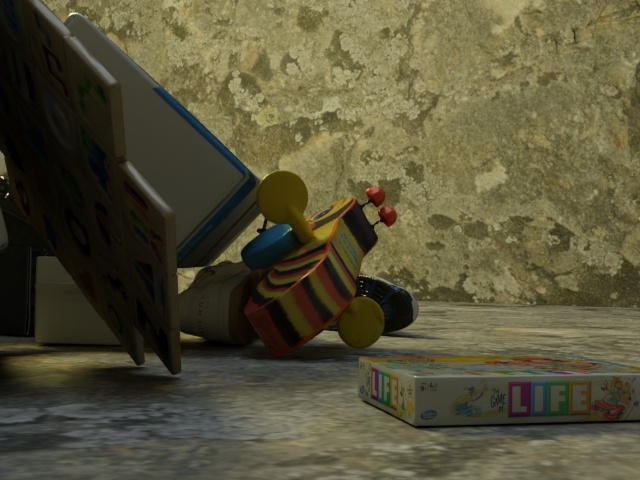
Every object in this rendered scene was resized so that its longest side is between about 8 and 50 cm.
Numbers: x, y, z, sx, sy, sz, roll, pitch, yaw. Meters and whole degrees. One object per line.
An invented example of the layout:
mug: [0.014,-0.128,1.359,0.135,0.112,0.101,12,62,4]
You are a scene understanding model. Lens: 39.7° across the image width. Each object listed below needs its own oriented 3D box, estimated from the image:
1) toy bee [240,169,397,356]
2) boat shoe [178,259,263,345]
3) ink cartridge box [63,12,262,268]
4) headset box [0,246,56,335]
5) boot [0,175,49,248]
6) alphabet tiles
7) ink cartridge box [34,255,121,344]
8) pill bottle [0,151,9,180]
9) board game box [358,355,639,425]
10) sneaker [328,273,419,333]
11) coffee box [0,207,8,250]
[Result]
toy bee: [0.000,0.000,0.920,0.162,0.195,0.298,-31,36,8]
boat shoe: [-0.112,0.065,1.036,0.096,0.098,0.277,2,-1,5]
ink cartridge box: [-0.180,-0.087,0.949,0.223,0.129,0.307,42,0,2]
headset box: [-0.378,0.048,1.155,0.246,0.131,0.283,0,-2,26]
boot: [-0.381,0.026,0.910,0.189,0.208,0.076,34,8,-47]
alphabet tiles: [-0.200,-0.064,0.669,0.011,0.285,0.342,-28,56,-28]
ink cartridge box: [-0.245,0.063,0.945,0.092,0.090,0.143,1,-2,-1]
pill bottle: [-0.349,-0.092,1.122,0.117,0.117,0.215,1,-12,14]
board game box: [0.110,0.086,0.522,0.154,0.026,0.103,2,-2,-15]
sneaker: [0.062,0.083,1.193,0.081,0.080,0.211,-1,1,-36]
coffee box: [-0.428,-0.112,0.613,0.338,0.335,0.337,-15,4,-21]
